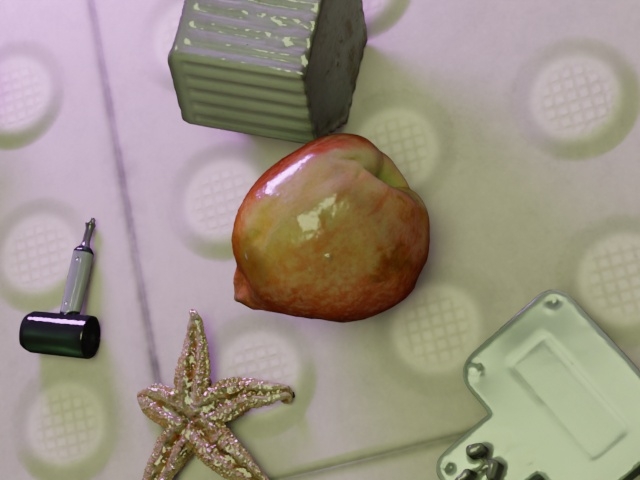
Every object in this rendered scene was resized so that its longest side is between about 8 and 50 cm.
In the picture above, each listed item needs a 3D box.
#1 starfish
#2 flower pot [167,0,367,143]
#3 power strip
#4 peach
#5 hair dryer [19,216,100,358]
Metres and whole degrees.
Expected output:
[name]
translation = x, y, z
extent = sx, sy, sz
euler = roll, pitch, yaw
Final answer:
[starfish]
translation = -0.146, 0.247, 1.844
extent = 0.231, 0.048, 0.295
euler = 16, 84, 19
[flower pot]
translation = -0.062, -0.248, 1.840
extent = 0.189, 0.209, 0.239
euler = 13, 81, 19
[power strip]
translation = 0.254, 0.215, 1.686
extent = 0.261, 0.141, 0.229
euler = -41, 69, 2
[peach]
translation = 0.000, 0.000, 1.766
extent = 0.256, 0.232, 0.232
euler = -43, 70, 15
[hair dryer]
translation = -0.336, 0.061, 1.946
extent = 0.100, 0.057, 0.198
euler = 6, 72, 18
